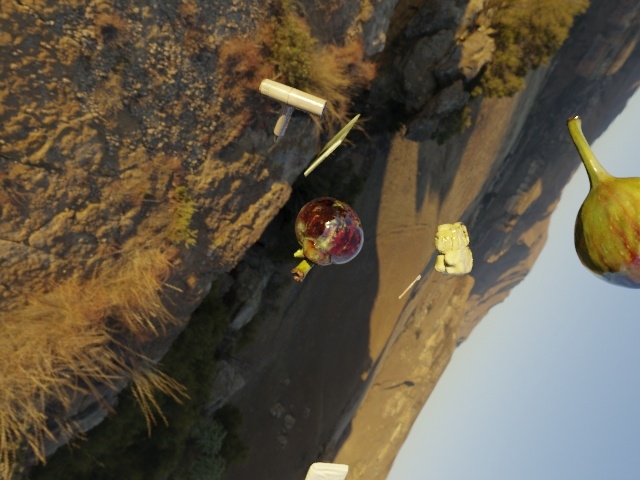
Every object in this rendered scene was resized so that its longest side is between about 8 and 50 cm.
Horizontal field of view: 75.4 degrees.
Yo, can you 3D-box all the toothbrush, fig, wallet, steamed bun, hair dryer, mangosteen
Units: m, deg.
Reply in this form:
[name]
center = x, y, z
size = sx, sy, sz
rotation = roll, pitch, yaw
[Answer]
[toothbrush]
center = 0.276, 0.144, 1.279
size = 0.097, 0.006, 0.008
rotation = -49, -160, 8
[fig]
center = 0.387, -0.061, 0.546
size = 0.149, 0.245, 0.149
rotation = -24, 170, -5
[wallet]
center = 0.014, 0.768, 1.330
size = 0.032, 0.124, 0.182
rotation = -95, -164, -54
[steamed bun]
center = 0.449, 0.039, 1.442
size = 0.192, 0.106, 0.177
rotation = -34, 111, -54
[hair dryer]
center = -0.091, -0.366, 1.271
size = 0.220, 0.195, 0.053
rotation = 105, 8, -54
[mangosteen]
center = 0.000, 0.000, 1.321
size = 0.289, 0.231, 0.231
rotation = -45, 159, 0

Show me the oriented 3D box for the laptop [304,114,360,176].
[laptop]
center = 0.043, -0.331, 1.421
size = 0.188, 0.015, 0.269
rotation = -37, -165, 36
